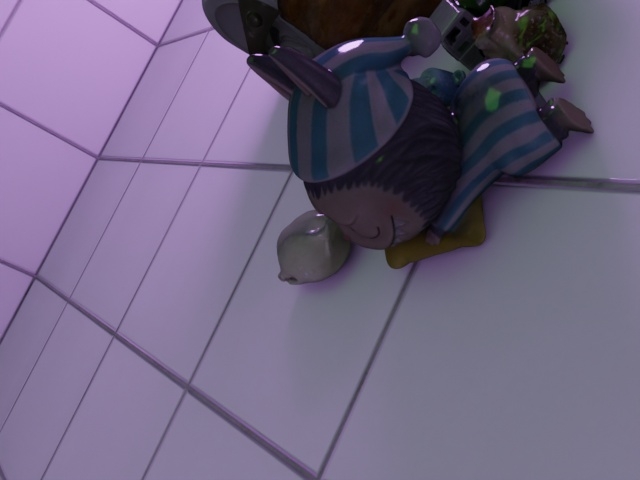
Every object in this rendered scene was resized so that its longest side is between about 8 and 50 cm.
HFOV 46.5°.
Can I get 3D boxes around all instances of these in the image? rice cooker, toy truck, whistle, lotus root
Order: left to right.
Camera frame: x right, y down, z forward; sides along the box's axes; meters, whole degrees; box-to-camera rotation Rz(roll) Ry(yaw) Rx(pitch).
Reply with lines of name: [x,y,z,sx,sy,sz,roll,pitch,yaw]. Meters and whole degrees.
rice cooker: [-0.082,-0.553,1.646,0.335,0.335,0.325,4,68,56]
lotus root: [0.055,-0.466,1.397,0.250,0.316,0.316,-62,31,7]
whistle: [0.140,-0.207,1.250,0.269,0.093,0.180,-33,65,39]
toy truck: [0.280,-0.397,1.179,0.242,0.125,0.101,-48,34,21]

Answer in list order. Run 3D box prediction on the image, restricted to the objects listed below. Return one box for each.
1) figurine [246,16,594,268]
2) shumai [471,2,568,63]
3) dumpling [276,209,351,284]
figurine: [0.096,-0.156,0.975,0.361,0.378,0.266,-36,52,29]
shumai: [0.283,-0.301,1.099,0.145,0.116,0.145,-33,40,33]
dumpling: [-0.003,-0.001,1.283,0.181,0.111,0.155,-8,27,44]
